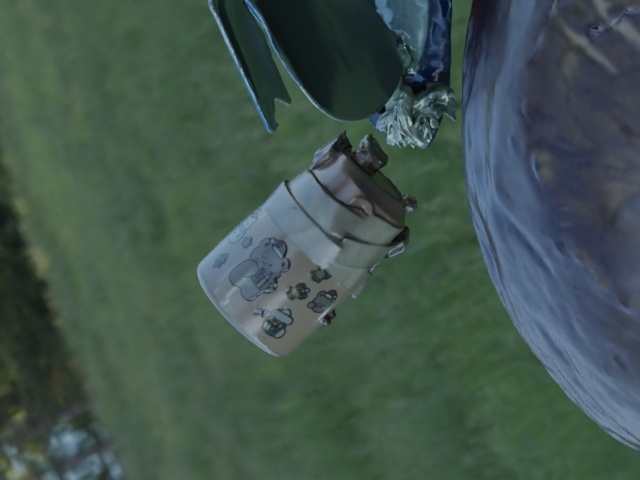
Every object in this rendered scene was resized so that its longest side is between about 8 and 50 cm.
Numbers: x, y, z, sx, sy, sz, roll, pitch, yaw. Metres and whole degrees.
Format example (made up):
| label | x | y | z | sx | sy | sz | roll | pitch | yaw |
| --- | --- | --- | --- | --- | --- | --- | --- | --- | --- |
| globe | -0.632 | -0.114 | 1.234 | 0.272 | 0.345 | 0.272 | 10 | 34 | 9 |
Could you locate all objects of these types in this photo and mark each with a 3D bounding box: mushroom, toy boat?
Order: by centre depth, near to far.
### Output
| label | x | y | z | sx | sy | sz | roll | pitch | yaw |
| --- | --- | --- | --- | --- | --- | --- | --- | --- | --- |
| mushroom | 0.126 | -0.021 | 0.393 | 0.231 | 0.194 | 0.138 | 56 | -162 | 0 |
| toy boat | 0.008 | -0.118 | 0.613 | 0.291 | 0.067 | 0.221 | -68 | -34 | -67 |

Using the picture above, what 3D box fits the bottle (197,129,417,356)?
| label | x | y | z | sx | sy | sz | roll | pitch | yaw |
| --- | --- | --- | --- | --- | --- | --- | --- | --- | --- |
| bottle | 0.000 | 0.000 | 1.047 | 0.099 | 0.152 | 0.099 | 45 | -171 | -9 |
